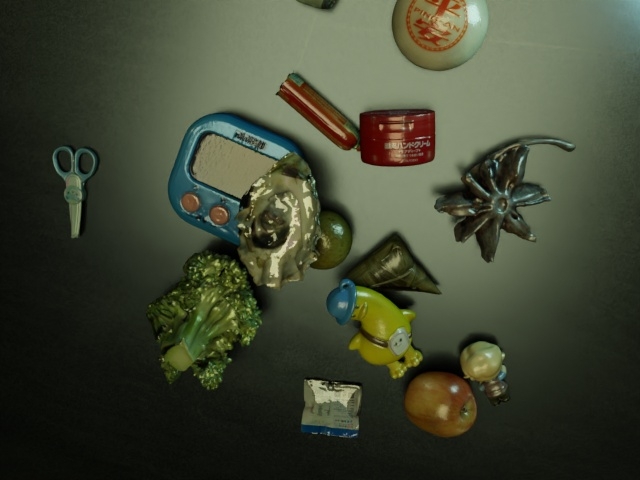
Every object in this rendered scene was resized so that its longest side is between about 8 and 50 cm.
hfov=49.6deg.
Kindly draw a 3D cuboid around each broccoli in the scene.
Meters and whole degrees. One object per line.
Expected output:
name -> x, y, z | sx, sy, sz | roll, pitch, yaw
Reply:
broccoli -> -0.317, 0.222, 1.858 | 0.277, 0.318, 0.338 | 38, 148, -14

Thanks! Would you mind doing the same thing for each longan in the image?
longan -> 0.000, 0.000, 1.811 | 0.176, 0.145, 0.155 | -3, 87, -25

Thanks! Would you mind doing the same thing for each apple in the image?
apple -> 0.320, 0.444, 1.880 | 0.199, 0.199, 0.199 | 2, 104, 6

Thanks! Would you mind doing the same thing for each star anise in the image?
star anise -> 0.454, -0.104, 1.758 | 0.359, 0.139, 0.316 | -2, 112, -9

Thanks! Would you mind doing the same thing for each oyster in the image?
oyster -> -0.093, -0.044, 1.720 | 0.237, 0.115, 0.351 | 11, 97, 21

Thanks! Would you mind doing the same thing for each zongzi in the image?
zongzi -> 0.188, 0.122, 1.859 | 0.205, 0.094, 0.204 | -39, 104, 19

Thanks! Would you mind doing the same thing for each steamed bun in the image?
steamed bun -> 0.285, -0.522, 1.649 | 0.231, 0.145, 0.232 | 2, 104, 6

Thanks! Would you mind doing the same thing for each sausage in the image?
sausage -> 0.005, -0.317, 1.771 | 0.264, 0.083, 0.083 | 41, 105, -5

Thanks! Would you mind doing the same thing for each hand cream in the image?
hand cream -> 0.189, -0.256, 1.707 | 0.193, 0.193, 0.125 | -2, 106, 7

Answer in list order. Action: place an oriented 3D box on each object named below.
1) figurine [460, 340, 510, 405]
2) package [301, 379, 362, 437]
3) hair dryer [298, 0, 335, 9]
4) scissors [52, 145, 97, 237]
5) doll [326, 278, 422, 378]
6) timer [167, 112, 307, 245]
figurine -> 0.460, 0.363, 1.890 | 0.114, 0.108, 0.196 | -23, 118, 22
package -> 0.031, 0.487, 2.000 | 0.171, 0.027, 0.173 | 5, 105, 2
hair dryer -> -0.039, -0.717, 1.690 | 0.229, 0.092, 0.267 | 18, 92, 8
scissors -> -0.683, -0.132, 1.925 | 0.125, 0.030, 0.256 | 6, 103, 7
doll -> 0.150, 0.222, 1.838 | 0.199, 0.145, 0.363 | -37, 122, 2
timer -> -0.214, -0.156, 1.819 | 0.340, 0.115, 0.309 | 23, 107, 1
